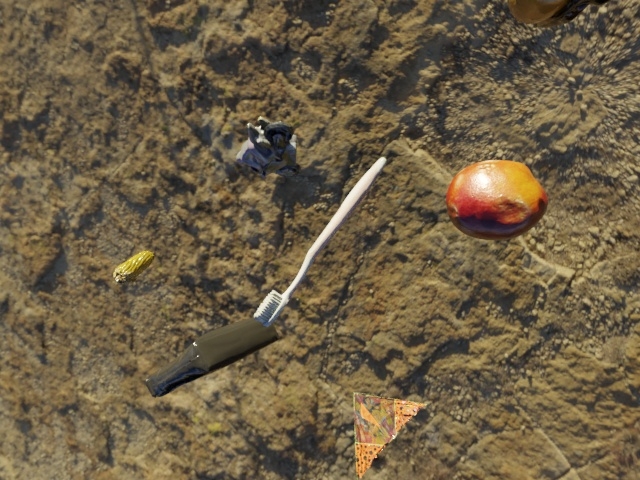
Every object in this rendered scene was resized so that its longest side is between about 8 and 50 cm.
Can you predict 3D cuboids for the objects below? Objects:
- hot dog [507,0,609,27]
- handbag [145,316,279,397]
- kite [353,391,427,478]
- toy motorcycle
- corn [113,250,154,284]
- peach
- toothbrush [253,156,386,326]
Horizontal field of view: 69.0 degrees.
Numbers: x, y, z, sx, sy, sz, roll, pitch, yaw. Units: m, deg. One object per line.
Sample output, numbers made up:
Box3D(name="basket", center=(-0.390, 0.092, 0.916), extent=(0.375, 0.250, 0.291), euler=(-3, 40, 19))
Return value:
Box3D(name="hot dog", center=(0.420, -0.498, 0.843), extent=(0.107, 0.326, 0.194), euler=(14, 96, -7))
Box3D(name="handbag", center=(-0.239, 0.251, 1.035), extent=(0.223, 0.247, 0.080), euler=(-32, 78, 35))
Box3D(name="kite", center=(0.107, 0.353, 0.933), extent=(0.125, 0.222, 0.008), euler=(50, 147, 10))
Box3D(name="toy motorcycle", center=(-0.128, -0.208, 1.095), extent=(0.152, 0.225, 0.073), euler=(-1, 69, 3))
Box3D(name="corn", center=(-0.261, 0.038, 0.655), extent=(0.028, 0.083, 0.027), euler=(13, 114, 7))
Box3D(name="peach", center=(0.443, -0.095, 1.190), extent=(0.243, 0.243, 0.199), euler=(13, 137, 25))
Box3D(name="toothbrush", center=(0.000, 0.000, 0.687), extent=(0.029, 0.025, 0.307), euler=(36, 92, -25))
